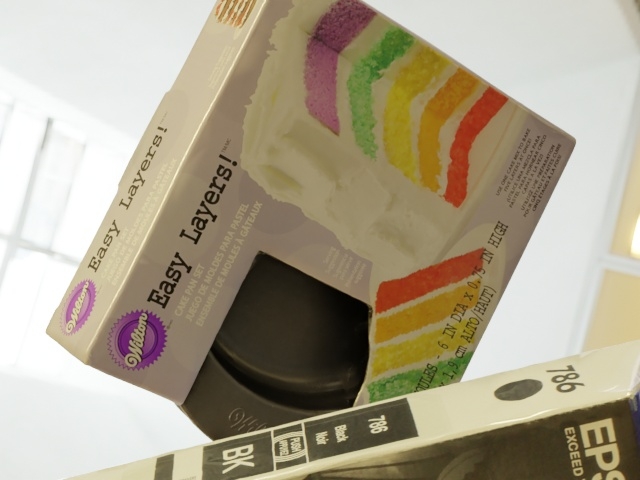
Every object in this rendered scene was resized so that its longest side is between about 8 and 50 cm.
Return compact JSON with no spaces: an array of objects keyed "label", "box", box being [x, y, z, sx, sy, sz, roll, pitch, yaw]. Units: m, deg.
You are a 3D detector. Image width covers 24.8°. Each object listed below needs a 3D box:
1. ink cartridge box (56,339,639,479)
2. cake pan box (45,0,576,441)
[{"label":"ink cartridge box","box":[0.050,0.152,0.639,0.065,0.332,0.165,-109,4,-75]},{"label":"cake pan box","box":[0.000,0.000,0.867,0.245,0.070,0.267,29,-93,-30]}]
